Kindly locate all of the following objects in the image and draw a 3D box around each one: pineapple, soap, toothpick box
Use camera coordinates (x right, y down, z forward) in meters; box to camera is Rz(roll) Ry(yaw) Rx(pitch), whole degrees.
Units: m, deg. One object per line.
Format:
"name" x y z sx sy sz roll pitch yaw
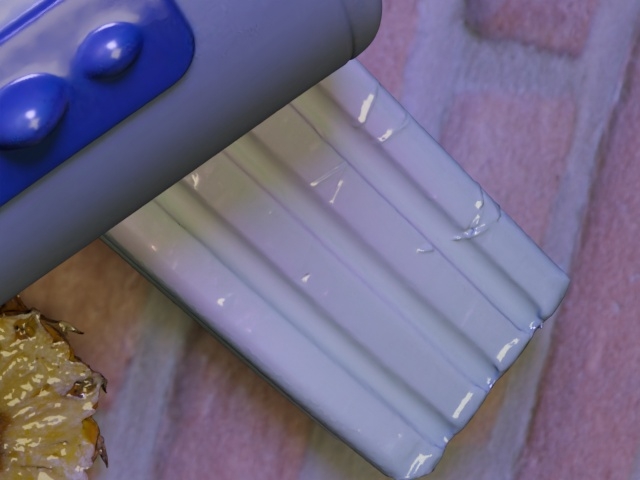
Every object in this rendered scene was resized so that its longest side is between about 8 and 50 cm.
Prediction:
"pineapple" -0.219 0.110 0.893 0.221 0.047 0.221 -7 105 -26
"soap" 0.000 0.000 0.957 0.289 0.095 0.173 43 81 -29
"toothpick box" -0.169 -0.089 0.737 0.354 0.263 0.263 -36 117 -5
